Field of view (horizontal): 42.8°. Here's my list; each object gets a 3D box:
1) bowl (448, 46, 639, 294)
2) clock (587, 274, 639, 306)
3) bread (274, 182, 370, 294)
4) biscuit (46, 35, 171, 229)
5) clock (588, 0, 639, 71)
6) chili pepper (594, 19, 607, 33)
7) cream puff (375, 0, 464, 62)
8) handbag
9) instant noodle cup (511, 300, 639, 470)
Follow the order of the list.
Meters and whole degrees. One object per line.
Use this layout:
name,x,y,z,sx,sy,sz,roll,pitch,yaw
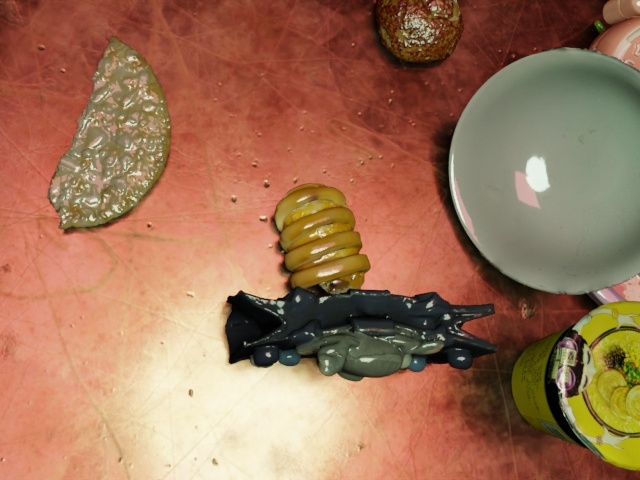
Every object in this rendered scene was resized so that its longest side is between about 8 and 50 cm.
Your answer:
bowl,0.374,-0.104,1.191,0.157,0.345,0.346,-17,80,-54
clock,0.474,0.040,1.257,0.172,0.064,0.198,-6,79,5
bread,0.000,0.000,1.171,0.119,0.084,0.177,-15,78,-14
biscuit,-0.286,-0.138,1.165,0.141,0.038,0.290,20,78,-7
clock,0.513,-0.238,1.291,0.227,0.142,0.241,24,87,-9
chili pepper,0.495,-0.350,1.364,0.083,0.017,0.030,0,78,-13
cream puff,0.159,-0.349,1.267,0.149,0.084,0.149,2,80,-12
handbag,0.044,0.123,1.057,0.325,0.269,0.119,2,80,-10
instant noodle cup,0.374,0.200,1.120,0.215,0.236,0.216,2,78,-10
